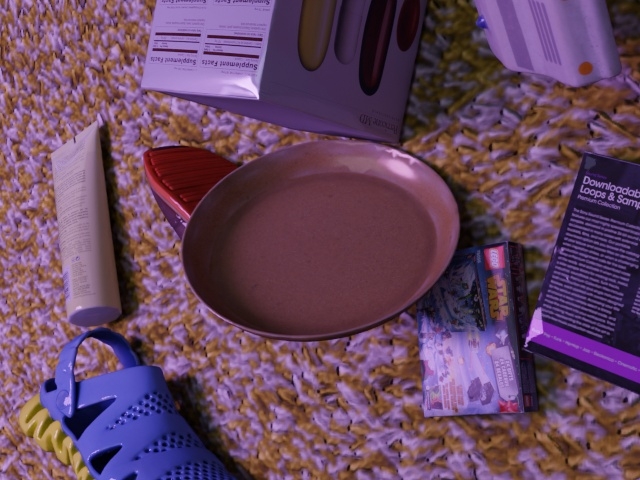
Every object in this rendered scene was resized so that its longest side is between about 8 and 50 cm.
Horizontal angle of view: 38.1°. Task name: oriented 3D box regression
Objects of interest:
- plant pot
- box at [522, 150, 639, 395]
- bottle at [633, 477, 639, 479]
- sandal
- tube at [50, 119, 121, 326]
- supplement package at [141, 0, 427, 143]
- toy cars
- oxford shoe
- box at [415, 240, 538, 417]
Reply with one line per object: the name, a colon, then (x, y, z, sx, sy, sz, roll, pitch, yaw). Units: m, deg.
plant pot: (0.000, 0.000, 0.789, 0.236, 0.236, 0.032, 35, 149, 36)
box: (0.228, 0.024, 0.687, 0.116, 0.029, 0.162, 21, 99, 38)
bottle: (0.322, 0.137, 0.554, 0.283, 0.092, 0.118, -29, 68, 33)
sandal: (-0.196, 0.189, 0.954, 0.317, 0.126, 0.138, 23, 95, 37)
tube: (-0.276, -0.020, 1.088, 0.070, 0.062, 0.240, -11, 66, -7)
supplement package: (-0.021, -0.207, 0.810, 0.149, 0.194, 0.203, 13, 93, 40)
toy cars: (0.112, -0.261, 0.714, 0.087, 0.176, 0.394, -22, 68, 6)
oxford shoe: (-0.112, -0.009, 0.927, 0.271, 0.097, 0.098, 49, 139, 45)
box: (0.125, 0.075, 0.764, 0.094, 0.027, 0.137, -11, 77, 39)
